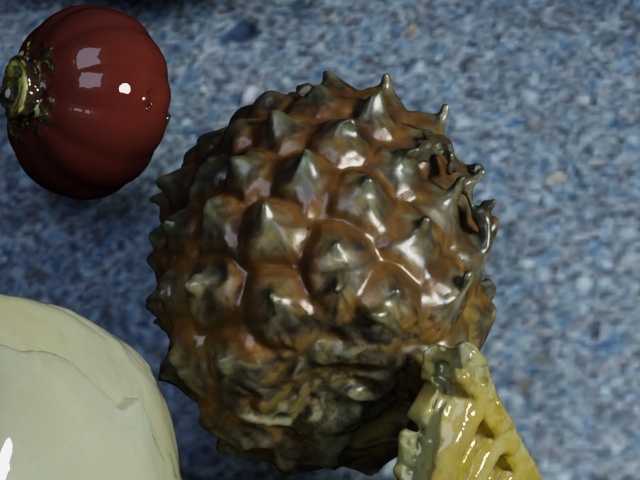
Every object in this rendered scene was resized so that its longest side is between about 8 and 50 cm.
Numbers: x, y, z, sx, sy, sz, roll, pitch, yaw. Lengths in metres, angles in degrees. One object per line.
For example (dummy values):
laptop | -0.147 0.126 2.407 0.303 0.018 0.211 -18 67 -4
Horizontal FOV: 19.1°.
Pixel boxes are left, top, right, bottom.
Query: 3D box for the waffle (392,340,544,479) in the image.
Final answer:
waffle | 0.028 0.148 0.748 0.032 0.125 0.191 15 61 31

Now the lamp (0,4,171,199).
lamp | -0.120 -0.071 0.976 0.101 0.090 0.101 -15 70 50

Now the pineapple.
pineapple | 0.000 0.000 0.840 0.166 0.166 0.193 -18 48 8

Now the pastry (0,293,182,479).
pastry | -0.177 0.115 0.769 0.264 0.265 0.133 -15 69 11
